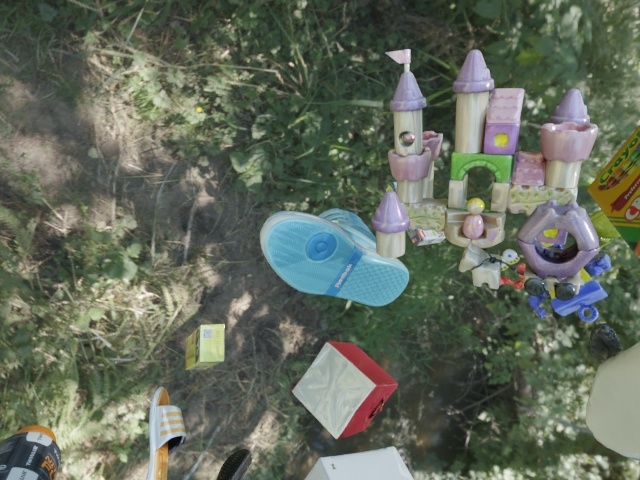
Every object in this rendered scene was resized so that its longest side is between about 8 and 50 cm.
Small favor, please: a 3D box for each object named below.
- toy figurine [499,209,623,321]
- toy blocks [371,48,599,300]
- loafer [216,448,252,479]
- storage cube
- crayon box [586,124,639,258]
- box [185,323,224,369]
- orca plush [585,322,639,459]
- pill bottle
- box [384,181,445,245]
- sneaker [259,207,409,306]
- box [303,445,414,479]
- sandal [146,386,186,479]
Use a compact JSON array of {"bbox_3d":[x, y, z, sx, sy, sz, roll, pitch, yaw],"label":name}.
[{"bbox_3d":[0.613,0.089,1.035,0.191,0.362,0.217,34,34,-36],"label":"toy figurine"},{"bbox_3d":[0.222,-0.126,0.611,0.309,0.288,0.260,-44,136,-53],"label":"toy blocks"},{"bbox_3d":[-0.270,0.731,1.320,0.078,0.080,0.220,50,59,-27],"label":"loafer"},{"bbox_3d":[0.069,0.415,1.258,0.184,0.215,0.193,-54,151,3],"label":"storage cube"},{"bbox_3d":[0.598,-0.111,0.780,0.318,0.081,0.202,-69,-178,-58],"label":"crayon box"},{"bbox_3d":[-0.285,0.263,1.082,0.058,0.232,0.087,4,70,-23],"label":"box"},{"bbox_3d":[0.345,0.113,0.408,0.102,0.151,0.287,-14,124,-7],"label":"orca plush"},{"bbox_3d":[-0.579,0.458,0.847,0.130,0.245,0.130,-4,102,-19],"label":"pill bottle"},{"bbox_3d":[0.284,-0.083,1.336,0.114,0.036,0.207,-7,63,-35],"label":"box"},{"bbox_3d":[0.000,0.000,0.811,0.319,0.208,0.127,28,108,-39],"label":"sneaker"},{"bbox_3d":[0.031,0.360,0.566,0.130,0.091,0.170,11,119,-34],"label":"box"},{"bbox_3d":[-0.353,0.481,1.045,0.102,0.076,0.265,86,-4,-62],"label":"sandal"}]
